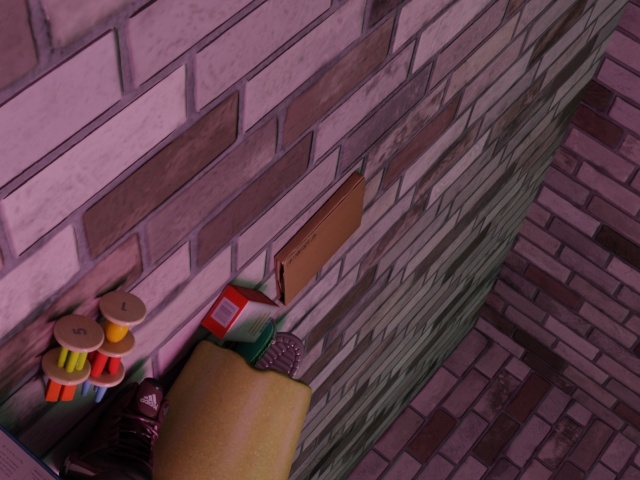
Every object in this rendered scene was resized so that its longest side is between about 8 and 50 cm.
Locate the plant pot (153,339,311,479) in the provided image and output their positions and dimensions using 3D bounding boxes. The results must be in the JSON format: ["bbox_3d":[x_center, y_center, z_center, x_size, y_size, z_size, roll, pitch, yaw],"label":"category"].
[{"bbox_3d":[-0.140,0.289,1.373,0.254,0.276,0.276,-66,165,-7],"label":"plant pot"}]

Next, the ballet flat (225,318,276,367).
[{"bbox_3d":[-0.133,0.196,1.515,0.188,0.070,0.070,-49,163,-4],"label":"ballet flat"}]

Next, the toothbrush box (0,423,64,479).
[{"bbox_3d":[-0.303,0.319,1.027,0.126,0.216,0.295,-48,164,-20],"label":"toothbrush box"}]

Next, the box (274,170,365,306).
[{"bbox_3d":[0.000,0.000,1.548,0.201,0.021,0.164,-47,162,-21],"label":"box"}]

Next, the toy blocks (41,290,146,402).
[{"bbox_3d":[-0.259,0.138,1.065,0.123,0.054,0.148,-32,154,-52],"label":"toy blocks"}]

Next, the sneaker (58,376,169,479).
[{"bbox_3d":[-0.238,0.238,1.178,0.162,0.106,0.281,-59,-164,-20],"label":"sneaker"}]

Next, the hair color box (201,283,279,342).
[{"bbox_3d":[-0.115,0.109,1.414,0.072,0.043,0.141,-54,162,2],"label":"hair color box"}]

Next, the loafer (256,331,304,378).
[{"bbox_3d":[-0.114,0.257,1.659,0.251,0.094,0.087,-52,176,11],"label":"loafer"}]
